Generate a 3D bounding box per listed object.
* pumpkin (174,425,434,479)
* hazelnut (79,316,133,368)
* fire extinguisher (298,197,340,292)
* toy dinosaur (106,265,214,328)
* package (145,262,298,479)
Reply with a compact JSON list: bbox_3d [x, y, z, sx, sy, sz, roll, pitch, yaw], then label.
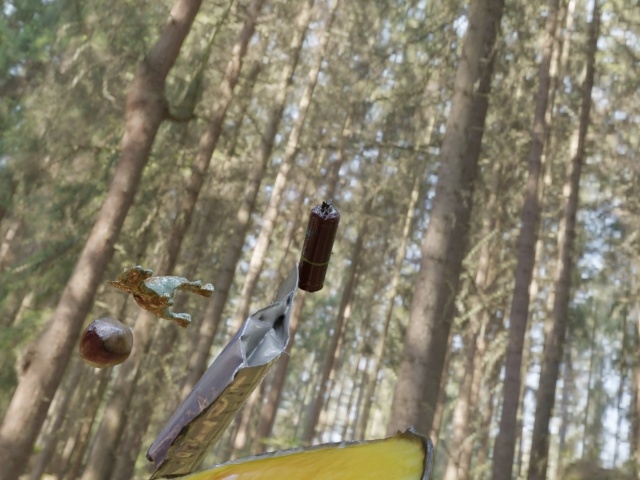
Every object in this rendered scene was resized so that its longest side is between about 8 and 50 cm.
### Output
[{"bbox_3d":[-0.073,0.204,0.429,0.312,0.148,0.169,-18,0,8],"label":"pumpkin"},{"bbox_3d":[-0.320,0.155,1.328,0.086,0.086,0.086,12,-28,6],"label":"hazelnut"},{"bbox_3d":[0.000,0.000,1.063,0.039,0.056,0.132,13,-58,-1],"label":"fire extinguisher"},{"bbox_3d":[-0.224,0.072,1.153,0.142,0.057,0.212,16,-20,-33],"label":"toy dinosaur"},{"bbox_3d":[-0.097,0.155,1.007,0.062,0.251,0.204,37,-60,-1],"label":"package"}]
